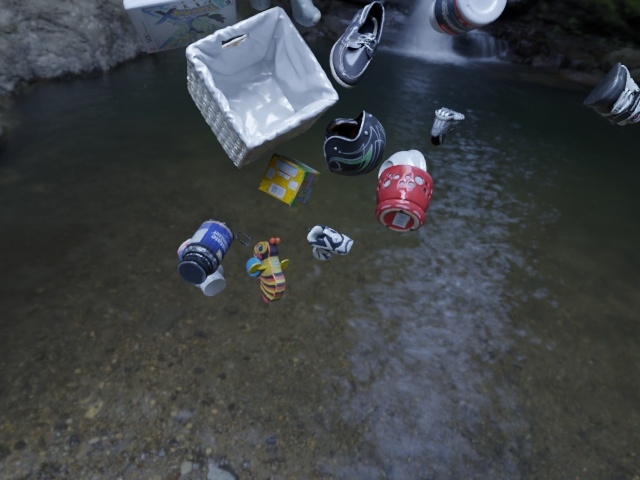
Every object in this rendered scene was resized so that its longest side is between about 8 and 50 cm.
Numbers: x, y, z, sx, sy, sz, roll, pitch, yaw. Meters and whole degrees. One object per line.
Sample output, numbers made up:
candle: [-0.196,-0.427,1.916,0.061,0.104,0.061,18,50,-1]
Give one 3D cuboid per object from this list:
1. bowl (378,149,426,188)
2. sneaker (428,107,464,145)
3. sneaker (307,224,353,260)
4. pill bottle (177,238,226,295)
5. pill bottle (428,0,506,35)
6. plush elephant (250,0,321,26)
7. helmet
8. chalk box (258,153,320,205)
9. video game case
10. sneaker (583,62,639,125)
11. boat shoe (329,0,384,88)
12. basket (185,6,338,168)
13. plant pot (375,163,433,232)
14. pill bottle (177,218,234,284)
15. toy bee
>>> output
bowl: [0.383,-0.321,2.403,0.134,0.297,0.298,10,25,-26]
sneaker: [0.454,-0.417,1.786,0.086,0.132,0.229,30,26,23]
sneaker: [0.000,0.000,1.826,0.153,0.094,0.235,35,-17,-22]
pill bottle: [-0.446,0.102,1.836,0.124,0.124,0.221,-15,48,-34]
pill bottle: [0.306,-0.504,1.038,0.108,0.108,0.180,1,13,-11]
plush elephant: [-0.043,-0.804,1.348,0.255,0.330,0.272,-31,43,-33]
helmet: [0.095,-0.257,1.293,0.162,0.169,0.169,-7,27,11]
chalk box: [-0.094,-0.205,1.649,0.132,0.132,0.213,29,14,12]
video game case: [-0.438,-0.719,1.576,0.329,0.036,0.300,-15,-1,-8]
sneaker: [0.785,-0.369,1.257,0.146,0.122,0.330,41,29,14]
boat shoe: [0.074,-0.375,0.909,0.075,0.065,0.206,29,59,-17]
basket: [-0.190,-0.444,1.445,0.328,0.331,0.266,-34,5,-20]
plant pot: [0.276,-0.135,1.636,0.191,0.191,0.174,12,58,10]
pill bottle: [-0.370,0.037,1.551,0.123,0.122,0.219,10,38,7]
toy bee: [-0.203,0.069,1.773,0.298,0.162,0.195,52,34,-2]
